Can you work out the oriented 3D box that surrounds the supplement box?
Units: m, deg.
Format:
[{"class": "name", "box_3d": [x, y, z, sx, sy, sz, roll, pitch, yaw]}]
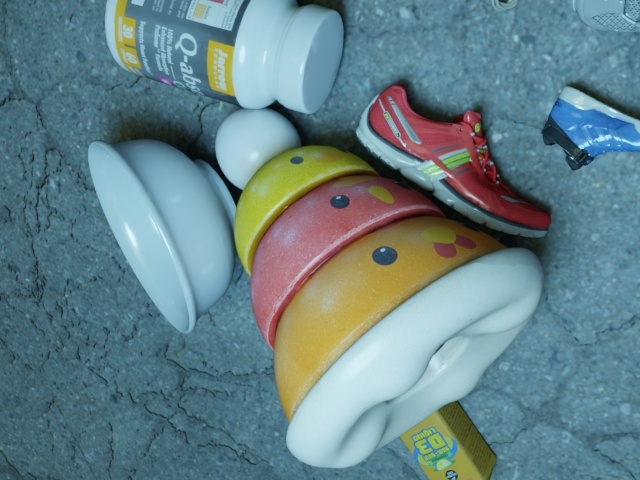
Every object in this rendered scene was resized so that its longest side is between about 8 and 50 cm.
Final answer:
[{"class": "supplement box", "box_3d": [0.156, 0.257, 1.015, 0.078, 0.080, 0.233, -34, 94, 28]}]

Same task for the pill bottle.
[{"class": "pill bottle", "box_3d": [-0.122, -0.264, 0.908, 0.278, 0.162, 0.162, 19, 113, 16]}]

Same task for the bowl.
[{"class": "bowl", "box_3d": [-0.204, -0.027, 1.003, 0.298, 0.134, 0.298, 45, 151, 34]}]

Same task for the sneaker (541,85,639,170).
[{"class": "sneaker", "box_3d": [0.337, -0.113, 0.827, 0.152, 0.058, 0.084, 31, 110, 15]}]

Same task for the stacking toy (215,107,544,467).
[{"class": "stacking toy", "box_3d": [0.000, 0.000, 0.878, 0.480, 0.350, 0.350, 51, 120, 26]}]

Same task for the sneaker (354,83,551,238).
[{"class": "sneaker", "box_3d": [0.178, -0.101, 0.877, 0.279, 0.107, 0.118, 34, 102, 4]}]

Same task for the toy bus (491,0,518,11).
[{"class": "toy bus", "box_3d": [0.233, -0.339, 0.722, 0.191, 0.202, 0.104, -48, 45, 18]}]

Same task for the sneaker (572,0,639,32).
[{"class": "sneaker", "box_3d": [0.392, -0.245, 0.701, 0.281, 0.115, 0.105, 9, 137, 34]}]
